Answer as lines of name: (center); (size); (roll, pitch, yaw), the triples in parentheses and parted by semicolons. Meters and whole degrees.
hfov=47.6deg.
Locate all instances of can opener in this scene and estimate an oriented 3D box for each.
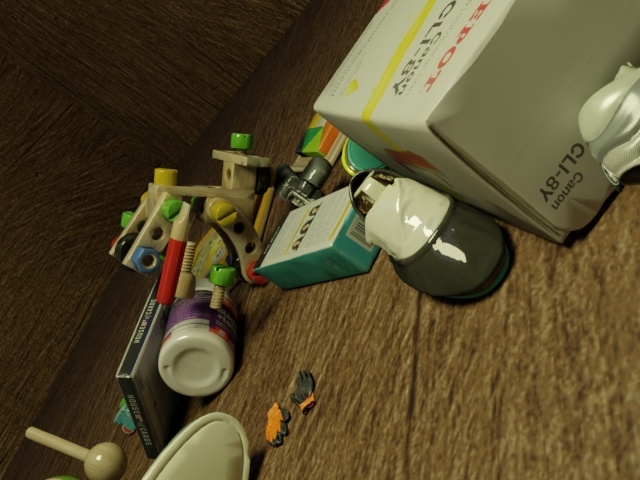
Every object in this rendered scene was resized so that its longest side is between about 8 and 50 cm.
can opener: (-0.023, -0.086, 1.151); (0.093, 0.074, 0.280); (-56, 15, 2)

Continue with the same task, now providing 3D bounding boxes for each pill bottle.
pill bottle: (-0.179, 0.137, 1.097); (0.108, 0.108, 0.193); (-49, 19, 18)

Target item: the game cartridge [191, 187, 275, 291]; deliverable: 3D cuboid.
game cartridge: (-0.217, 0.046, 1.449); (0.323, 0.052, 0.285); (-43, 21, 31)

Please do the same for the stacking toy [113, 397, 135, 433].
stacking toy: (-0.319, 0.290, 1.283); (0.221, 0.052, 0.167); (-53, 12, 23)

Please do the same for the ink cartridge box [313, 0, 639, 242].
ink cartridge box: (0.167, -0.188, 0.696); (0.279, 0.160, 0.384); (-54, 18, 3)

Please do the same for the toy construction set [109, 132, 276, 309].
toy construction set: (-0.178, -0.051, 1.087); (0.309, 0.257, 0.237); (-119, 42, -78)

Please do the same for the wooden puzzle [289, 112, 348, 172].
wooden puzzle: (0.023, -0.223, 1.321); (0.239, 0.044, 0.221); (-57, 17, -5)

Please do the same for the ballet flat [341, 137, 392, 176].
ballet flat: (0.078, -0.139, 1.010); (0.077, 0.077, 0.231); (113, 179, -47)

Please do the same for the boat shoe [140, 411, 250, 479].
boat shoe: (-0.176, 0.326, 0.746); (0.099, 0.116, 0.320); (-13, 50, 59)

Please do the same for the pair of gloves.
pair of gloves: (-0.035, 0.184, 0.801); (0.083, 0.010, 0.074); (-51, 18, 10)

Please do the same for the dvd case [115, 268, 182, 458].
dvd case: (-0.248, 0.187, 1.130); (0.239, 0.029, 0.179); (-80, -14, -54)

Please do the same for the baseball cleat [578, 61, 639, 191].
baseball cleat: (0.271, -0.100, 0.455); (0.206, 0.072, 0.110); (-36, 52, 30)

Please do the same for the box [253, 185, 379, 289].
box: (0.000, 0.000, 0.956); (0.244, 0.060, 0.101); (-18, 41, 62)

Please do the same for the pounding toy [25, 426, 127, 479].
pounding toy: (-0.298, 0.367, 0.972); (0.182, 0.110, 0.237); (4, 95, 36)

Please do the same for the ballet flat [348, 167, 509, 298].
ballet flat: (0.083, -0.018, 0.718); (0.095, 0.096, 0.280); (-54, 18, 3)
